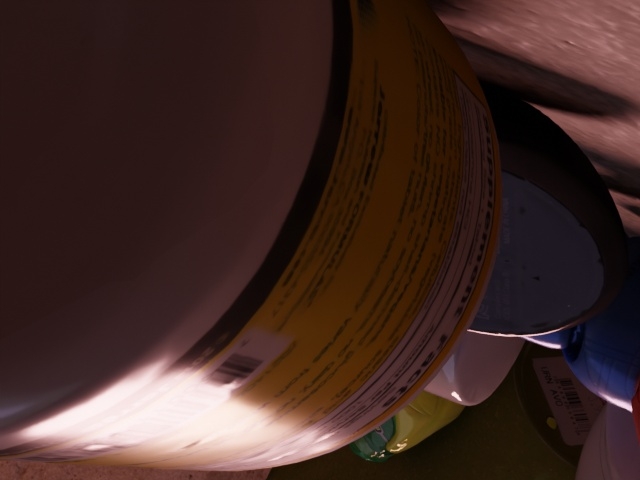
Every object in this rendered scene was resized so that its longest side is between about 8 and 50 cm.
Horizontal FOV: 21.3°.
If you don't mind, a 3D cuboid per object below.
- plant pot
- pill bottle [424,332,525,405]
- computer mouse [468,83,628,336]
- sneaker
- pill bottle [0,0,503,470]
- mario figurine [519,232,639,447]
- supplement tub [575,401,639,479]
[{"bbox_3d":[0.133,0.194,1.326,0.274,0.275,0.293,22,139,-16],"label":"plant pot"},{"bbox_3d":[0.000,0.000,1.134,0.278,0.162,0.162,20,178,25],"label":"pill bottle"},{"bbox_3d":[0.014,-0.038,0.778,0.272,0.072,0.188,15,136,16],"label":"computer mouse"},{"bbox_3d":[0.020,0.040,1.291,0.109,0.123,0.295,20,-145,-31],"label":"sneaker"},{"bbox_3d":[-0.048,-0.024,0.525,0.188,0.188,0.334,21,178,18],"label":"pill bottle"},{"bbox_3d":[0.187,0.081,0.921,0.320,0.198,0.170,26,165,22],"label":"mario figurine"},{"bbox_3d":[0.281,0.208,1.088,0.235,0.235,0.325,21,146,24],"label":"supplement tub"}]
